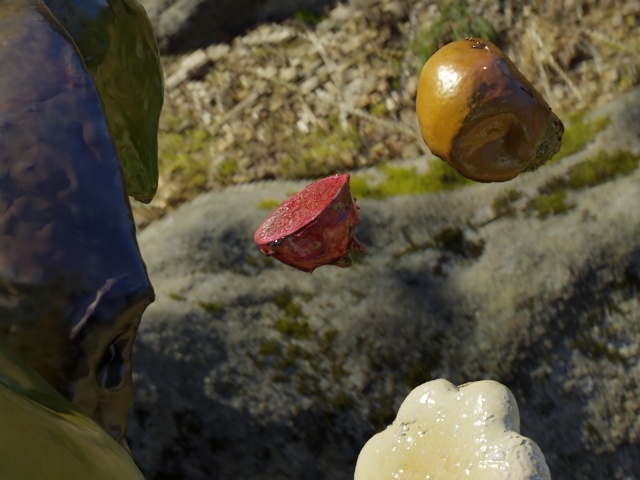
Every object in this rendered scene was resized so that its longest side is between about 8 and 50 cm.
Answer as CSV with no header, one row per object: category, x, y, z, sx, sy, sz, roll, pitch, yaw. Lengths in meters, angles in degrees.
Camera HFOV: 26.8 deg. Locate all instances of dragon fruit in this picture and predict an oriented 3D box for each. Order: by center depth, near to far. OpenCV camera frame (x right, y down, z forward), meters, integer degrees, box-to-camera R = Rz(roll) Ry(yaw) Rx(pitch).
dragon fruit,0.000,0.000,1.724,0.153,0.111,0.153,-35,15,11

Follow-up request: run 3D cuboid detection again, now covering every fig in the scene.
fig,-0.204,-0.147,1.128,0.167,0.233,0.167,-10,66,24

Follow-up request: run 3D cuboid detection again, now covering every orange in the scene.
orange,0.082,-0.063,0.683,0.062,0.086,0.086,-38,57,8

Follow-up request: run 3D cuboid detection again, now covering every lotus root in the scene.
lotus root,-0.194,-0.017,0.652,0.142,0.210,0.314,-10,34,-25

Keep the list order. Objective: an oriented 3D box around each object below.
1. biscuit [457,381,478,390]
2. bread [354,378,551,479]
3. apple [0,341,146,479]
biscuit,0.177,0.243,1.603,0.152,0.020,0.152,-26,59,52
bread,0.127,0.301,1.472,0.316,0.054,0.316,-27,53,42
apple,-0.159,0.114,0.427,0.261,0.261,0.194,30,80,31
